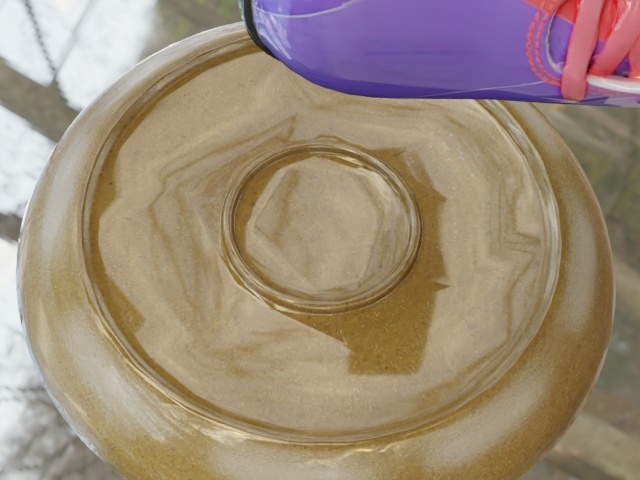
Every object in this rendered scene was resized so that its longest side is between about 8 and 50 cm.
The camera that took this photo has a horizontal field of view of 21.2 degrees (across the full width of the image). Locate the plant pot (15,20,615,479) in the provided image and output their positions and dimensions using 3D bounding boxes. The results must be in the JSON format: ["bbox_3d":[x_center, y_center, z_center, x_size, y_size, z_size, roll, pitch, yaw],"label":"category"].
[{"bbox_3d":[0.000,0.000,0.661,0.032,0.236,0.236,97,-160,-58],"label":"plant pot"}]

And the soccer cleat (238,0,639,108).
[{"bbox_3d":[0.139,-0.072,0.461,0.109,0.318,0.116,96,162,-56],"label":"soccer cleat"}]
